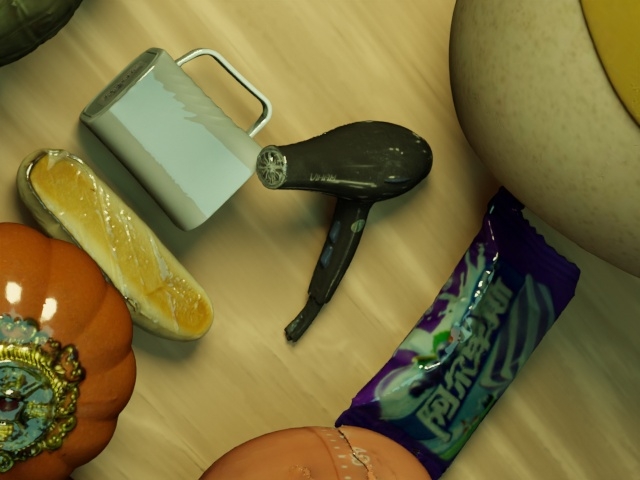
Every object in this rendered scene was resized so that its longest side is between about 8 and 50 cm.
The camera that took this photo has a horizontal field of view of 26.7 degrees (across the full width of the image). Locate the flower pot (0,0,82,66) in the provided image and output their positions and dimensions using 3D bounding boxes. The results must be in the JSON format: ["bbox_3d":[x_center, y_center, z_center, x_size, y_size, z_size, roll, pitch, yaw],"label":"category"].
[{"bbox_3d":[-0.260,-0.271,0.908,0.213,0.302,0.302,-39,112,-10],"label":"flower pot"}]

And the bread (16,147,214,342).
[{"bbox_3d":[-0.176,0.010,1.127,0.214,0.053,0.073,48,57,-21],"label":"bread"}]

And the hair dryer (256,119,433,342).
[{"bbox_3d":[0.000,0.000,1.165,0.195,0.075,0.219,-9,126,-48],"label":"hair dryer"}]

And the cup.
[{"bbox_3d":[-0.109,-0.093,1.106,0.128,0.095,0.129,-45,111,-5],"label":"cup"}]

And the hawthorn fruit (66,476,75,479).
[{"bbox_3d":[-0.245,0.266,1.104,0.173,0.179,0.173,0,90,10],"label":"hawthorn fruit"}]

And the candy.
[{"bbox_3d":[0.135,0.094,1.250,0.145,0.070,0.275,37,87,-31],"label":"candy"}]

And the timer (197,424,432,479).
[{"bbox_3d":[-0.004,0.272,1.154,0.215,0.229,0.229,-3,103,-16],"label":"timer"}]

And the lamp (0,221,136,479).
[{"bbox_3d":[-0.253,0.094,1.045,0.223,0.196,0.223,-5,106,-19],"label":"lamp"}]

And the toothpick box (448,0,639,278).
[{"bbox_3d":[0.336,-0.201,1.034,0.409,0.409,0.425,17,121,-22],"label":"toothpick box"}]
